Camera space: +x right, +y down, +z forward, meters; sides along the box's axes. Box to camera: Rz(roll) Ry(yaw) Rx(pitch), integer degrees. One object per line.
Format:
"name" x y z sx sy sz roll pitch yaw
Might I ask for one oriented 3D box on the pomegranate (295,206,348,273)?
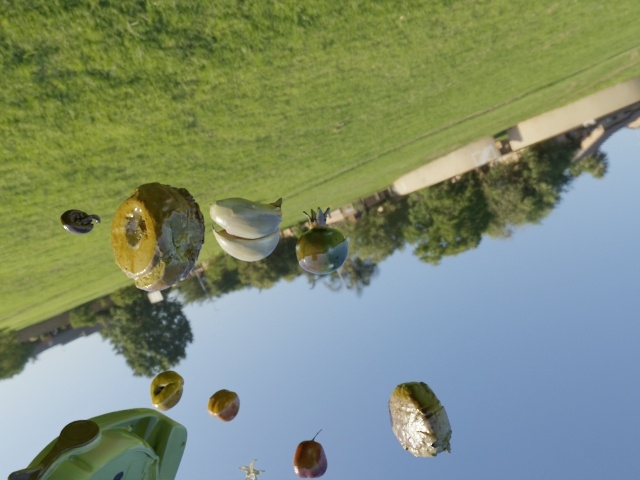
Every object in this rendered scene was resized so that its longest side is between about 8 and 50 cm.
"pomegranate" 0.000 0.000 1.638 0.182 0.224 0.181 -10 -177 1

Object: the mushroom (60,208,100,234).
"mushroom" -1.075 -0.083 2.191 0.171 0.135 0.080 -5 146 -41

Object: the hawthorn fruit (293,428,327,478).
"hawthorn fruit" -0.047 0.959 2.196 0.163 0.203 0.162 0 161 0

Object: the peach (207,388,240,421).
"peach" -0.409 0.701 2.079 0.138 0.138 0.138 -24 -175 2

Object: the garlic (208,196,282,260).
"garlic" -0.293 -0.062 2.006 0.313 0.249 0.286 -8 151 -40

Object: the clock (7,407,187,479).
"clock" -0.413 0.466 0.881 0.118 0.285 0.348 16 174 25

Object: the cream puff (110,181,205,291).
"cream puff" -0.496 -0.012 1.552 0.327 0.342 0.231 -45 156 27

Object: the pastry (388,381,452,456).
"pastry" 0.400 0.752 2.039 0.137 0.329 0.330 -10 176 -32

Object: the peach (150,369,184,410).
"peach" -0.692 0.676 2.200 0.179 0.179 0.103 -22 144 21

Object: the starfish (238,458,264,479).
"starfish" -0.210 0.691 1.465 0.086 0.092 0.016 22 -168 21
